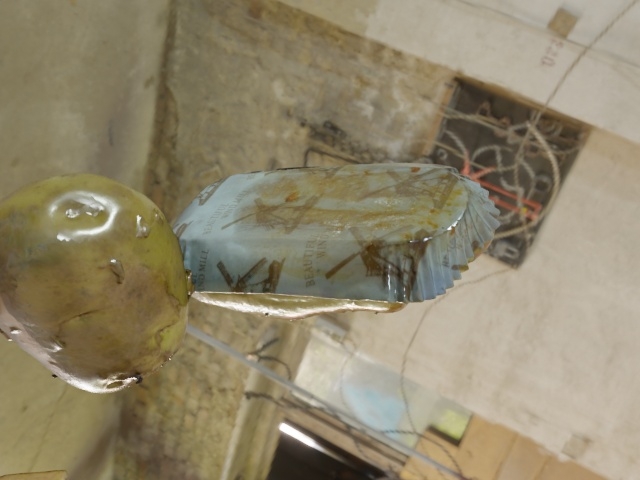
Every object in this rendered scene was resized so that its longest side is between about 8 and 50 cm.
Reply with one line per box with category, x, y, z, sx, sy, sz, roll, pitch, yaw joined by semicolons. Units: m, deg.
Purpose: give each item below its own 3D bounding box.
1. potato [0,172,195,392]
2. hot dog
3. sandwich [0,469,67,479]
potato;-0.163;0.026;0.532;0.137;0.137;0.175;-53;146;-40
hot dog;0.000;0.000;0.595;0.162;0.271;0.081;-56;138;-44
sandwich;-0.141;0.188;0.215;0.220;0.186;0.108;-92;176;-52
